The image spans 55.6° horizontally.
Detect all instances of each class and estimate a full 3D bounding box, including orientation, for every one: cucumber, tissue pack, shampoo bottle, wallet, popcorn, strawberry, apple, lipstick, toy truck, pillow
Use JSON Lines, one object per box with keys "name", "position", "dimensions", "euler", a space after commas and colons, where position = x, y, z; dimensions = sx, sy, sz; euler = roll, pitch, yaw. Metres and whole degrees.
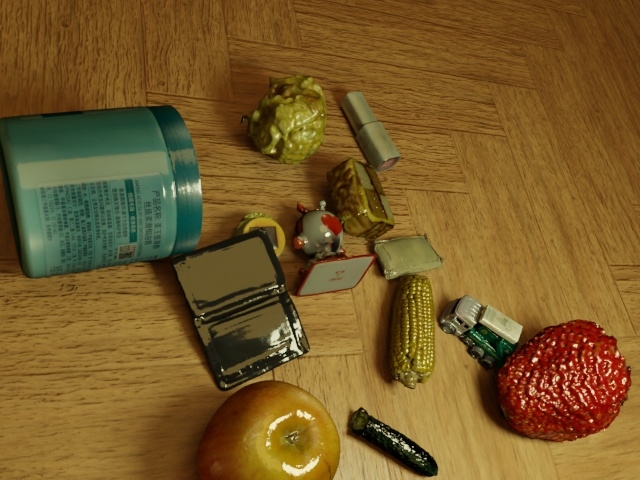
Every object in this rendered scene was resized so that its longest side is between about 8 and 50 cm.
{"name": "cucumber", "position": [0.181, 0.476, 1.410], "dimensions": [0.245, 0.067, 0.067], "euler": [32, 54, -4]}
{"name": "tissue pack", "position": [0.468, 0.217, 1.574], "dimensions": [0.108, 0.023, 0.056], "euler": [32, 55, 2]}
{"name": "shampoo bottle", "position": [-0.463, -0.104, 1.265], "dimensions": [0.342, 0.331, 0.331], "euler": [-12, 69, -28]}
{"name": "wallet", "position": [-0.177, 0.151, 1.400], "dimensions": [0.247, 0.041, 0.323], "euler": [-20, 85, -25]}
{"name": "popcorn", "position": [-0.092, -0.328, 1.637], "dimensions": [0.225, 0.249, 0.249], "euler": [16, 56, -1]}
{"name": "strawberry", "position": [0.616, 0.383, 1.556], "dimensions": [0.351, 0.267, 0.312], "euler": [-17, 102, -18]}
{"name": "apple", "position": [-0.097, 0.419, 1.206], "dimensions": [0.285, 0.233, 0.286], "euler": [12, 58, -20]}
{"name": "lipstick", "position": [0.146, -0.330, 1.835], "dimensions": [0.077, 0.079, 0.253], "euler": [-18, 71, -31]}
{"name": "toy truck", "position": [0.439, 0.240, 1.631], "dimensions": [0.216, 0.116, 0.110], "euler": [40, 54, 0]}
{"name": "pillow", "position": [0.239, 0.042, 1.685], "dimensions": [0.208, 0.053, 0.119], "euler": [-8, 63, -29]}

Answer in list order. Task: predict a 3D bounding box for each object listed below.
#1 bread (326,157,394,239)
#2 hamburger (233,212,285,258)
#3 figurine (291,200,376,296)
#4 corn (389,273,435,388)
{"name": "bread", "position": [0.111, -0.116, 1.654], "dimensions": [0.181, 0.096, 0.222], "euler": [15, 51, -53]}
{"name": "hamburger", "position": [-0.154, -0.002, 1.509], "dimensions": [0.126, 0.081, 0.141], "euler": [-22, 86, -29]}
{"name": "figurine", "position": [0.000, 0.000, 1.552], "dimensions": [0.183, 0.160, 0.226], "euler": [-6, 57, -28]}
{"name": "corn", "position": [0.234, 0.225, 1.545], "dimensions": [0.119, 0.119, 0.322], "euler": [17, 54, -16]}
